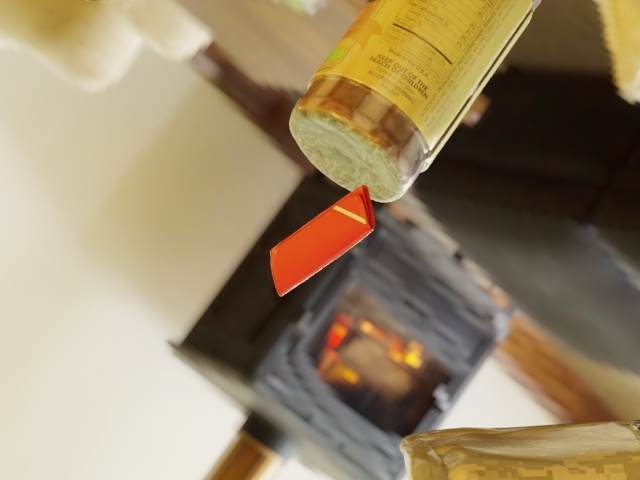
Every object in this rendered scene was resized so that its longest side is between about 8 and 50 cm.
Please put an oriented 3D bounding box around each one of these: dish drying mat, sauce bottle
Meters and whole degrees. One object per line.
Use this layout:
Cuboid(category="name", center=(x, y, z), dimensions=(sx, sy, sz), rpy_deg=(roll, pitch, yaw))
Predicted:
Cuboid(category="dish drying mat", center=(0.000, 0.000, 1.153), dimensions=(0.008, 0.032, 0.083), rpy_deg=(14, 143, -41))
Cuboid(category="sauce bottle", center=(0.108, -0.186, 1.517), dimensions=(0.111, 0.344, 0.111), rpy_deg=(30, 156, 15))

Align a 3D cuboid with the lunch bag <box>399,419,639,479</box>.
Cuboid(category="lunch bag", center=(0.150, 0.160, 0.824), dimensions=(0.235, 0.169, 0.287), rpy_deg=(-1, 146, 1))
